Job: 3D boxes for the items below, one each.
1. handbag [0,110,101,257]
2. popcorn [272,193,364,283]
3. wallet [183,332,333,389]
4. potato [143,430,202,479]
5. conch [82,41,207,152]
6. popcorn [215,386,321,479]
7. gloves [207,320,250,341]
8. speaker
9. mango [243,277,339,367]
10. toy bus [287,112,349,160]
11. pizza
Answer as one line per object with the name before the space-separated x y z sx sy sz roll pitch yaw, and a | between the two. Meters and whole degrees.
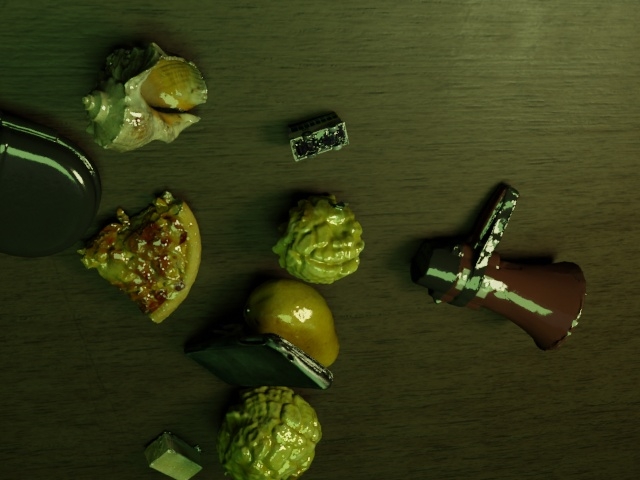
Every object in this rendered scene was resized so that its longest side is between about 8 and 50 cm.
handbag | -0.525 -0.091 1.481 0.307 0.093 0.254 17 121 -24
popcorn | 0.002 -0.005 1.637 0.173 0.174 0.142 -14 150 -3
wallet | -0.135 0.241 1.746 0.172 0.045 0.318 40 149 -29
potato | -0.328 0.492 1.985 0.086 0.061 0.122 -40 126 14
conch | -0.276 -0.227 1.406 0.178 0.163 0.245 -33 158 31
popcorn | -0.110 0.438 1.914 0.236 0.206 0.252 -32 140 -7
gloves | -0.192 0.193 1.815 0.086 0.026 0.064 -22 127 10
speaker | 0.375 0.060 1.757 0.329 0.198 0.259 23 131 -17
mango | -0.050 0.176 1.768 0.167 0.130 0.262 -17 137 11
toy bus | -0.008 -0.185 1.554 0.102 0.058 0.052 -19 128 -5
pizza | -0.336 0.039 1.630 0.228 0.081 0.290 8 126 -18
